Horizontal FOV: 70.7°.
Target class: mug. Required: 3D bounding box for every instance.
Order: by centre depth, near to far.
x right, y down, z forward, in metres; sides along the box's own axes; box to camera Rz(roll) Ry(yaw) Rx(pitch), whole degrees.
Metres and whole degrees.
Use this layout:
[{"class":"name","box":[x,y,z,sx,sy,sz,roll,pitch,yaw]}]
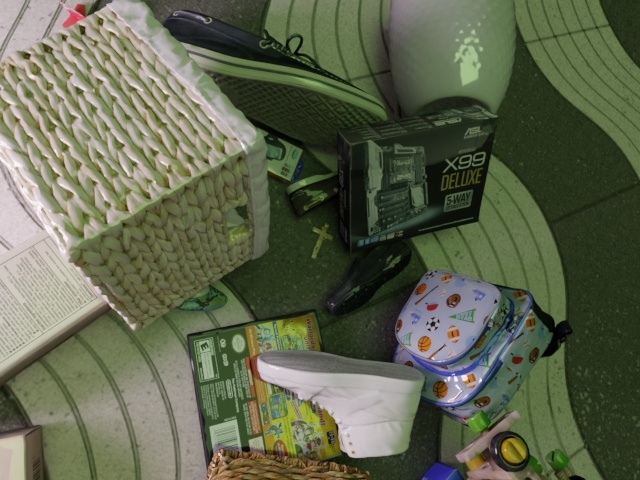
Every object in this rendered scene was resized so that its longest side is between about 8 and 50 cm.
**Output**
[{"class":"mug","box":[0.318,-0.398,1.039,0.374,0.276,0.329,26,62,-48]}]

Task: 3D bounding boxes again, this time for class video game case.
[{"class":"video game case","box":[-0.099,0.285,0.830,0.248,0.035,0.275,-8,79,-21]}]

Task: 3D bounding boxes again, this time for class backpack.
[{"class":"backpack","box":[0.270,0.198,0.858,0.213,0.276,0.264,32,81,-26]}]

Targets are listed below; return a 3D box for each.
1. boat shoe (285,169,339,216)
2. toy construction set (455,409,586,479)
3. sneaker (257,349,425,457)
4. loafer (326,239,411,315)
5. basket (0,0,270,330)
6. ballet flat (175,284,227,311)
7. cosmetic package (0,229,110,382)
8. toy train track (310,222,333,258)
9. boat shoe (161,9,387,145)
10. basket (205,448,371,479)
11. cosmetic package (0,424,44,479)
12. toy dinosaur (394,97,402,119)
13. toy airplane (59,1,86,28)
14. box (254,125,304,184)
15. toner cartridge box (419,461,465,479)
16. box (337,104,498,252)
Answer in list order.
[{"class":"boat shoe","box":[0.042,-0.114,0.959,0.227,0.081,0.069,-20,86,-15]},{"class":"toy construction set","box":[0.279,0.428,0.768,0.308,0.257,0.237,-37,78,3]},{"class":"sneaker","box":[0.024,0.293,0.791,0.292,0.108,0.169,8,99,6]},{"class":"loafer","box":[0.093,0.070,0.938,0.223,0.076,0.078,-37,56,-20]},{"class":"basket","box":[-0.274,-0.097,0.675,0.266,0.328,0.331,-35,72,-21]},{"class":"ballet flat","box":[-0.258,0.089,0.801,0.188,0.070,0.070,1,76,-20]},{"class":"cosmetic package","box":[-0.491,0.132,0.681,0.296,0.129,0.153,-37,92,-24]},{"class":"toy train track","box":[0.000,0.000,0.947,0.048,0.014,0.083,27,70,-11]},{"class":"boat shoe","box":[-0.098,-0.325,0.899,0.499,0.187,0.156,15,67,-6]},{"class":"basket","box":[-0.048,0.493,0.693,0.298,0.223,0.214,14,98,-15]},{"class":"cosmetic package","box":[-0.558,0.368,0.607,0.309,0.113,0.161,-6,79,-21]},{"class":"toy dinosaur","box":[0.226,-0.210,1.056,0.118,0.064,0.268,-35,87,-38]},{"class":"toy airplane","box":[-0.440,-0.423,0.893,0.151,0.028,0.151,5,73,-18]},{"class":"box","box":[-0.099,-0.176,0.950,0.136,0.028,0.081,23,69,-10]},{"class":"toner cartridge box","box":[0.166,0.598,0.821,0.347,0.075,0.165,-36,88,-23]},{"class":"box","box":[0.188,-0.124,0.910,0.307,0.243,0.077,-13,38,-14]}]
